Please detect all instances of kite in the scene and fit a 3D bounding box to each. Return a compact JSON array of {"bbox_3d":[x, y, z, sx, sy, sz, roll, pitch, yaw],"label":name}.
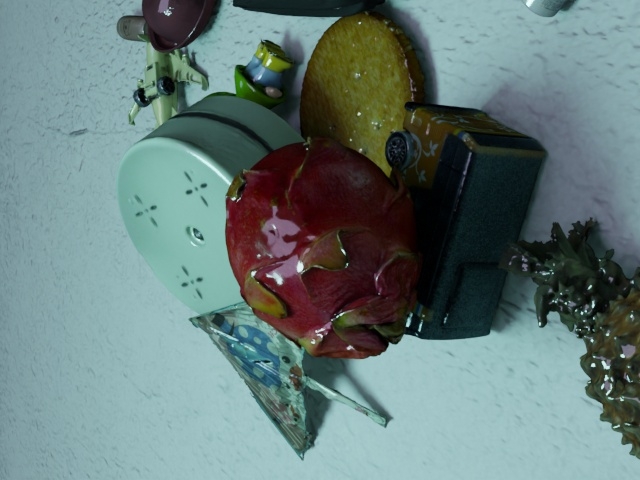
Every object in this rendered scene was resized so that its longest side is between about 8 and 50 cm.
[{"bbox_3d":[-0.054,0.194,1.653,0.368,0.014,0.406,25,139,24],"label":"kite"}]

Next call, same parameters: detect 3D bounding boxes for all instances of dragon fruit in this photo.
[{"bbox_3d":[-0.001,-0.003,1.282,0.250,0.250,0.315,-46,38,47],"label":"dragon fruit"}]

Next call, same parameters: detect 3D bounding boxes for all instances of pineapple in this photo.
[{"bbox_3d":[0.321,0.095,1.117,0.361,0.175,0.175,-119,41,-55],"label":"pineapple"}]

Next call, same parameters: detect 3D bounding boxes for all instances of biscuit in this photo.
[{"bbox_3d":[0.060,-0.186,1.597,0.305,0.038,0.305,6,98,57],"label":"biscuit"}]

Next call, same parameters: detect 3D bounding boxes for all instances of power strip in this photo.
[{"bbox_3d":[-0.134,-0.045,1.660,0.357,0.161,0.358,26,137,27],"label":"power strip"}]

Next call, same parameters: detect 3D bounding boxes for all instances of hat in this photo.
[{"bbox_3d":[-0.277,-0.447,2.028,0.205,0.089,0.206,-17,66,44],"label":"hat"}]

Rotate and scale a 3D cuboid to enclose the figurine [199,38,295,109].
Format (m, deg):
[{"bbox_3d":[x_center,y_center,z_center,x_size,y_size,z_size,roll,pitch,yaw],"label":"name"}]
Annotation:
[{"bbox_3d":[-0.134,-0.206,1.815,0.263,0.143,0.162,-60,39,21],"label":"figurine"}]

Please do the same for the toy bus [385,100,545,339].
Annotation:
[{"bbox_3d":[0.158,-0.018,1.363,0.167,0.138,0.275,37,118,48],"label":"toy bus"}]

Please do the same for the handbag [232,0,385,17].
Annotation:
[{"bbox_3d":[-0.031,-0.485,1.600,0.288,0.152,0.342,-3,82,50],"label":"handbag"}]

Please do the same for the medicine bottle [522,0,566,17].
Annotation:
[{"bbox_3d":[0.273,-0.304,1.254,0.089,0.052,0.052,-54,47,42],"label":"medicine bottle"}]

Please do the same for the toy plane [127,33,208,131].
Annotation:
[{"bbox_3d":[-0.308,-0.311,2.115,0.229,0.092,0.244,-19,77,39],"label":"toy plane"}]

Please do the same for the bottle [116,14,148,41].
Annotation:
[{"bbox_3d":[-0.372,-0.435,2.240,0.140,0.053,0.053,20,107,56],"label":"bottle"}]
